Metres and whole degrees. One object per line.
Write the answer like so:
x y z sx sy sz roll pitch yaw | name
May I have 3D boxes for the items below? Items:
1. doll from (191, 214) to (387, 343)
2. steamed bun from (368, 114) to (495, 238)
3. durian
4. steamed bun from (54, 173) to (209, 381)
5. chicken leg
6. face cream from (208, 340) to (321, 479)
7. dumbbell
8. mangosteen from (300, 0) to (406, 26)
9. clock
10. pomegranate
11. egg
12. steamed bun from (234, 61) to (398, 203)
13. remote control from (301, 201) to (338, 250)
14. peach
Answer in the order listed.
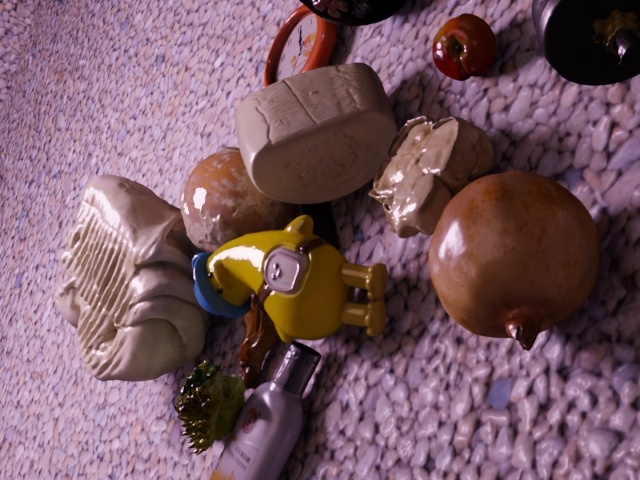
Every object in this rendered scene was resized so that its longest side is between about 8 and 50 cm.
-0.055 0.055 1.740 0.363 0.145 0.199 9 98 35 | doll
0.161 -0.077 1.615 0.177 0.106 0.192 -4 59 60 | steamed bun
-0.180 0.268 1.849 0.132 0.106 0.375 -39 -7 -20 | durian
-0.318 0.074 2.107 0.352 0.247 0.339 39 118 34 | steamed bun
-0.109 0.141 1.893 0.085 0.101 0.207 -93 18 -86 | chicken leg
-0.083 0.295 1.768 0.291 0.071 0.144 -63 29 6 | face cream
0.328 -0.349 1.462 0.185 0.185 0.388 -46 37 30 | dumbbell
0.065 -0.468 1.912 0.243 0.243 0.243 -34 45 41 | mangosteen
-0.035 -0.342 2.117 0.205 0.051 0.205 -35 44 42 | clock
0.231 0.019 1.373 0.207 0.207 0.207 -34 45 41 | pomegranate
-0.136 -0.060 1.941 0.245 0.203 0.203 -161 93 -78 | egg
-0.005 -0.166 1.830 0.250 0.155 0.200 -17 40 -4 | steamed bun
0.000 0.000 1.877 0.063 0.025 0.245 -49 36 34 | remote control
0.211 -0.281 1.678 0.101 0.101 0.101 -34 45 41 | peach
